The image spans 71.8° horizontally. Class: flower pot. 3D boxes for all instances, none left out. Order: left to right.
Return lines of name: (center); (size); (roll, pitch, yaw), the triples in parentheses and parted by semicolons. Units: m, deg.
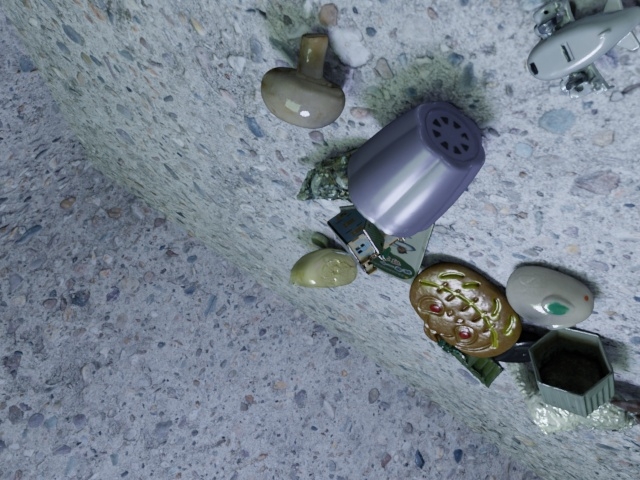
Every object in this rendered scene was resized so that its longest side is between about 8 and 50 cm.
flower pot: (0.220, -0.173, 1.004); (0.265, 0.265, 0.243); (36, 147, -3)
flower pot: (0.795, 0.414, 1.404); (0.189, 0.239, 0.209); (52, 179, -40)

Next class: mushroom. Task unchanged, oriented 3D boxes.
mushroom: (-0.033, -0.378, 1.044); (0.207, 0.207, 0.215); (27, 123, 18)

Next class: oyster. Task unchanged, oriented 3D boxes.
oyster: (0.057, -0.180, 1.351); (0.351, 0.158, 0.162); (-10, 97, 43)

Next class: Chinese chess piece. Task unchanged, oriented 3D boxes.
Chinese chess piece: (0.000, 0.000, 1.924); (0.084, 0.034, 0.084); (29, 160, 12)

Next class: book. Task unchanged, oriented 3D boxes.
book: (0.236, -0.002, 1.516); (0.260, 0.043, 0.371); (27, 149, 19)

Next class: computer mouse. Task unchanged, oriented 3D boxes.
computer mouse: (0.724, 0.379, 1.596); (0.147, 0.088, 0.264); (4, 146, 0)

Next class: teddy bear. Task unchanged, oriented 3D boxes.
teddy bear: (0.941, 0.549, 1.627); (0.362, 0.375, 0.327); (-35, 115, 22)

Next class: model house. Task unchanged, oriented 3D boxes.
model house: (0.164, -0.031, 1.354); (0.178, 0.206, 0.271); (53, 180, -20)

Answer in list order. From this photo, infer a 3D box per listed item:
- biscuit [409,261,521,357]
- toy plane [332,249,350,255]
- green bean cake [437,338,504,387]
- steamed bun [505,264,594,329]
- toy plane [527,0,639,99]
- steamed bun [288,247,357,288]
biscuit: (0.479, 0.257, 1.527); (0.394, 0.070, 0.350); (36, 131, 4)
toy plane: (0.160, 0.049, 1.765); (0.226, 0.058, 0.226); (-9, 134, 38)
green bean cake: (0.580, 0.436, 1.763); (0.241, 0.132, 0.255); (44, -179, -17)
steamed bun: (0.634, 0.168, 1.244); (0.228, 0.130, 0.177); (17, 150, 41)
toy plane: (0.401, -0.304, 0.681); (0.174, 0.080, 0.174); (39, 150, 28)
steamed bun: (0.005, 0.116, 1.915); (0.273, 0.166, 0.232); (-3, -177, -28)
